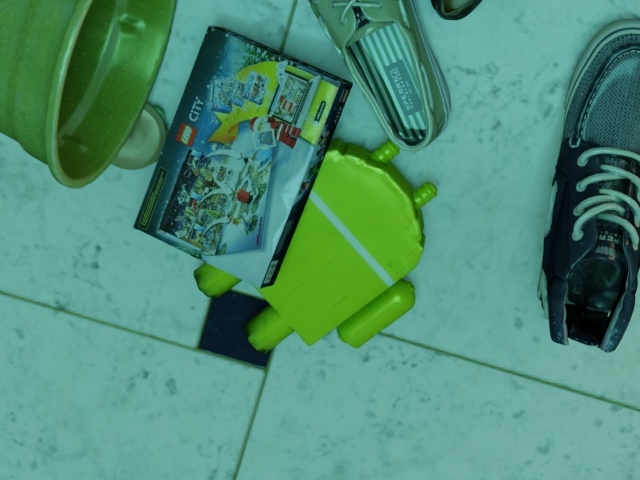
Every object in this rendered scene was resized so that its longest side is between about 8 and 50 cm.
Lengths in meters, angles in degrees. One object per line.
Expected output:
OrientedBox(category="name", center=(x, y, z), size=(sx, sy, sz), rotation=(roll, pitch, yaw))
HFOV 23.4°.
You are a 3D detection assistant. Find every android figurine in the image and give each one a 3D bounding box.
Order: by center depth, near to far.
OrientedBox(category="android figurine", center=(0.000, 0.000, 1.673), size=(0.273, 0.056, 0.248), rotation=(-40, 100, 18))

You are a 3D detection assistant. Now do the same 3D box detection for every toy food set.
OrientedBox(category="toy food set", center=(-0.205, -0.117, 1.669), size=(0.083, 0.020, 0.082), rotation=(-18, 106, 11))

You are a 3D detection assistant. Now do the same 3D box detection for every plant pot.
OrientedBox(category="plant pot", center=(-0.312, -0.223, 1.536), size=(0.254, 0.276, 0.276), rotation=(20, 109, 10))

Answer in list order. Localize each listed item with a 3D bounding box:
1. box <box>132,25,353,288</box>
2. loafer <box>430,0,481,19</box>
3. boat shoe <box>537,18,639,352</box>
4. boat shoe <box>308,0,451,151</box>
OrientedBox(category="box", center=(-0.083, -0.088, 1.616), size=(0.159, 0.044, 0.233), rotation=(26, 102, 16))
OrientedBox(category="loafer", center=(0.175, -0.290, 1.558), size=(0.062, 0.061, 0.170), rotation=(32, 107, -5))
OrientedBox(category="boat shoe", center=(0.301, -0.047, 1.580), size=(0.127, 0.158, 0.340), rotation=(7, 109, 2))
OrientedBox(category="boat shoe", center=(0.052, -0.230, 1.571), size=(0.109, 0.094, 0.302), rotation=(-27, 103, 13))
